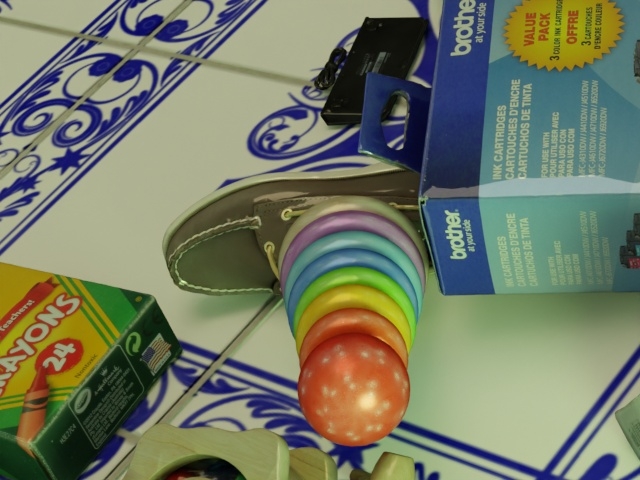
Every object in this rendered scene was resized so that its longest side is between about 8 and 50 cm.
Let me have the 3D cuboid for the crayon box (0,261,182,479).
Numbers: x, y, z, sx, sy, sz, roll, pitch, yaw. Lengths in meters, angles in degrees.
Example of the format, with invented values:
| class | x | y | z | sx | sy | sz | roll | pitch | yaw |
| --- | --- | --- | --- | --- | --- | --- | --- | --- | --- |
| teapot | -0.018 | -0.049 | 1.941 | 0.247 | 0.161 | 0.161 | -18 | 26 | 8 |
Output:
| class | x | y | z | sx | sy | sz | roll | pitch | yaw |
| --- | --- | --- | --- | --- | --- | --- | --- | --- | --- |
| crayon box | -0.321 | 0.123 | 1.825 | 0.318 | 0.081 | 0.202 | 9 | 48 | 37 |

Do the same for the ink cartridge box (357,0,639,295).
| class | x | y | z | sx | sy | sz | roll | pitch | yaw |
| --- | --- | --- | --- | --- | --- | --- | --- | --- | --- |
| ink cartridge box | 0.238 | -0.095 | 1.643 | 0.395 | 0.151 | 0.270 | -2 | 51 | 13 |

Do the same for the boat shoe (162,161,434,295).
| class | x | y | z | sx | sy | sz | roll | pitch | yaw |
| --- | --- | --- | --- | --- | --- | --- | --- | --- | --- |
| boat shoe | 0.000 | 0.000 | 1.774 | 0.324 | 0.117 | 0.097 | -10 | 36 | 8 |

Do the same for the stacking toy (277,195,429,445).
| class | x | y | z | sx | sy | sz | roll | pitch | yaw |
| --- | --- | --- | --- | --- | --- | --- | --- | --- | --- |
| stacking toy | 0.024 | 0.075 | 1.564 | 0.141 | 0.141 | 0.330 | -18 | 18 | 9 |

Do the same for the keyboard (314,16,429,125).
| class | x | y | z | sx | sy | sz | roll | pitch | yaw |
| --- | --- | --- | --- | --- | --- | --- | --- | --- | --- |
| keyboard | 0.050 | -0.189 | 2.054 | 0.108 | 0.023 | 0.180 | 2 | 43 | 22 |

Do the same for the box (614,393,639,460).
| class | x | y | z | sx | sy | sz | roll | pitch | yaw |
| --- | --- | --- | --- | --- | --- | --- | --- | --- | --- |
| box | 0.389 | 0.065 | 1.403 | 0.322 | 0.232 | 0.058 | -29 | 79 | -5 |

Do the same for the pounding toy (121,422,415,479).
| class | x | y | z | sx | sy | sz | roll | pitch | yaw |
| --- | --- | --- | --- | --- | --- | --- | --- | --- | --- |
| pounding toy | -0.038 | 0.246 | 1.528 | 0.269 | 0.155 | 0.154 | -2 | 70 | 41 |
